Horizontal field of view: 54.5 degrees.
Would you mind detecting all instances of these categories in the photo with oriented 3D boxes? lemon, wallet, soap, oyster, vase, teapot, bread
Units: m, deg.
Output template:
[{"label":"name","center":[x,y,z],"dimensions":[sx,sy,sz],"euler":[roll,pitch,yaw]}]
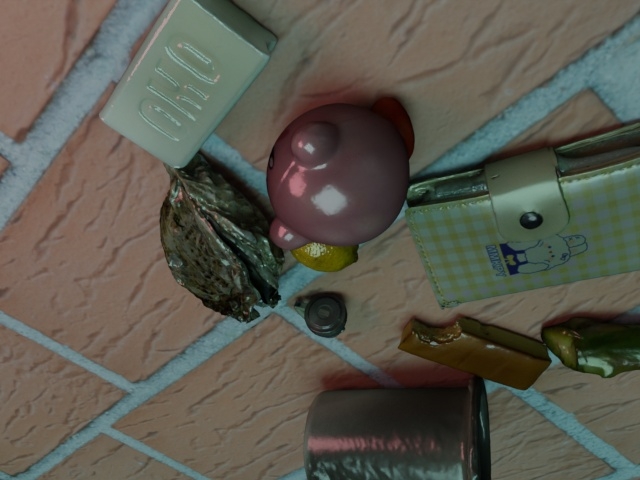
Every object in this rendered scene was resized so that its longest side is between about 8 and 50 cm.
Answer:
[{"label":"lemon","center":[0.000,0.000,0.844],"dimensions":[0.110,0.082,0.082],"euler":[21,131,-19]},{"label":"wallet","center":[0.280,-0.016,0.805],"dimensions":[0.309,0.077,0.223],"euler":[-14,131,20]},{"label":"soap","center":[-0.154,-0.186,0.712],"dimensions":[0.119,0.067,0.198],"euler":[35,127,-19]},{"label":"oyster","center":[-0.134,0.007,0.863],"dimensions":[0.198,0.112,0.268],"euler":[24,141,14]},{"label":"vase","center":[0.131,0.351,1.040],"dimensions":[0.291,0.245,0.245],"euler":[-5,130,18]},{"label":"teapot","center":[0.002,0.120,0.969],"dimensions":[0.087,0.066,0.057],"euler":[16,153,23]},{"label":"bread","center":[0.242,0.170,0.982],"dimensions":[0.226,0.049,0.088],"euler":[20,131,-9]}]

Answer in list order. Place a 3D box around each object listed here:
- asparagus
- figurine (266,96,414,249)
[{"label":"asparagus","center":[0.507,0.152,0.913],"dimensions":[0.342,0.085,0.082],"euler":[-2,107,13]},{"label":"figurine","center":[0.018,-0.073,0.721],"dimensions":[0.173,0.173,0.173],"euler":[4,131,4]}]
